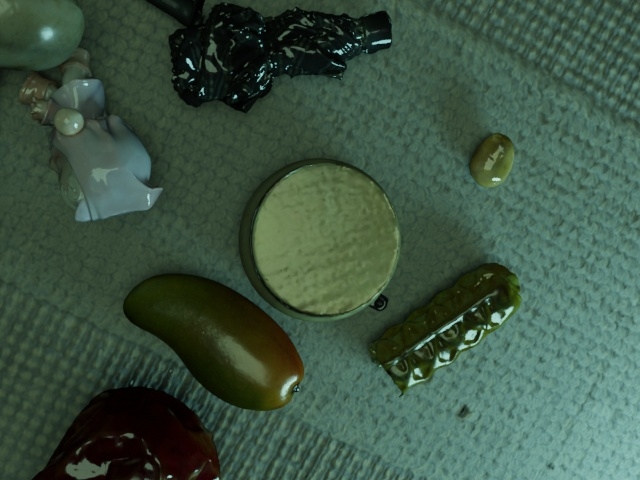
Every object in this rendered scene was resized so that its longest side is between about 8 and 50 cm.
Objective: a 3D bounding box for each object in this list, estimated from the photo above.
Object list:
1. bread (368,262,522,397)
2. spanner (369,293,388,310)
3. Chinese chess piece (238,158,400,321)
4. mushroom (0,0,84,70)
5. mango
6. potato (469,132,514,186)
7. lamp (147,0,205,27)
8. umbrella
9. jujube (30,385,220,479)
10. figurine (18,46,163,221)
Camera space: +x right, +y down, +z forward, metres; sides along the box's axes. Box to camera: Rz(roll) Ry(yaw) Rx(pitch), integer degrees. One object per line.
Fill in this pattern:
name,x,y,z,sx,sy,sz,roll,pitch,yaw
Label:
bread,0.205,0.135,1.167,0.269,0.098,0.087,-36,141,-2
spanner,0.021,0.054,1.175,0.208,0.012,0.046,31,92,-9
Chinese chess piece,0.000,0.000,1.110,0.249,0.103,0.250,0,92,-11
mushroom,-0.410,-0.324,0.953,0.204,0.204,0.204,-1,97,-6
mango,-0.153,0.146,1.108,0.289,0.129,0.146,44,100,-5
potato,0.274,-0.127,1.156,0.068,0.062,0.083,4,128,-33
lamp,-0.148,-0.522,0.986,0.205,0.374,0.272,32,60,-2
umbrella,-0.052,-0.267,1.075,0.336,0.128,0.154,-2,111,-14
jujube,-0.305,0.395,1.053,0.276,0.276,0.377,39,93,-9
figurine,-0.333,-0.147,1.042,0.133,0.200,0.276,-23,74,-20
